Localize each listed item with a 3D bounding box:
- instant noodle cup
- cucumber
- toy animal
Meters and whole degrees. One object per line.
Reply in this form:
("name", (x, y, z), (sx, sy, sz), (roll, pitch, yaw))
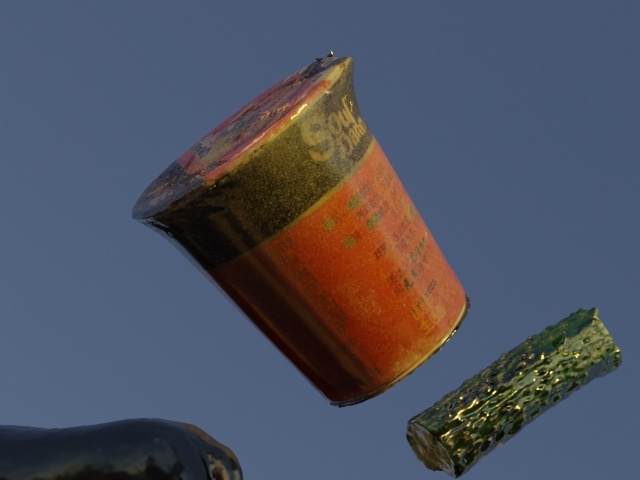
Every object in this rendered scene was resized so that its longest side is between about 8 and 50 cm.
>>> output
("instant noodle cup", (-0.002, 0.001, 0.728), (0.127, 0.127, 0.136), (-30, -75, 28))
("cucumber", (0.139, 0.105, 1.082), (0.058, 0.187, 0.058), (31, -46, 37))
("toy animal", (-0.211, 0.161, 0.872), (0.343, 0.168, 0.106), (10, -20, 13))
